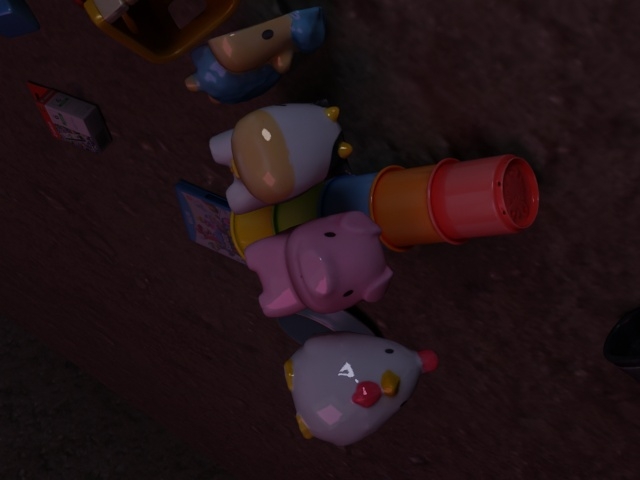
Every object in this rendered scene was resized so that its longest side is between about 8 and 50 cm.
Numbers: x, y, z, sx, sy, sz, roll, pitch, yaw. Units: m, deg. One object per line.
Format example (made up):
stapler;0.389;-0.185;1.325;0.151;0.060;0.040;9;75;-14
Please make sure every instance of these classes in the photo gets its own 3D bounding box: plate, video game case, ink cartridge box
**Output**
plate;-0.001;0.126;0.993;0.188;0.024;0.188;23;153;13
video game case;-0.105;-0.007;0.917;0.166;0.015;0.119;24;150;16
ink cartridge box;-0.321;-0.153;0.891;0.115;0.029;0.063;21;149;19

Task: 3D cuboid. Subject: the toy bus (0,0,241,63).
toy bus;-0.143;-0.230;0.524;0.190;0.202;0.104;12;175;21

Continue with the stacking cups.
stacking cups;0.045;-0.033;0.672;0.316;0.096;0.096;-10;130;45

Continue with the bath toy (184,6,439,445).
bath toy;0.000;0.000;0.587;0.129;0.151;0.348;-17;97;8

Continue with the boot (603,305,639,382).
boot;0.405;0.131;0.544;0.223;0.118;0.338;49;143;-17
